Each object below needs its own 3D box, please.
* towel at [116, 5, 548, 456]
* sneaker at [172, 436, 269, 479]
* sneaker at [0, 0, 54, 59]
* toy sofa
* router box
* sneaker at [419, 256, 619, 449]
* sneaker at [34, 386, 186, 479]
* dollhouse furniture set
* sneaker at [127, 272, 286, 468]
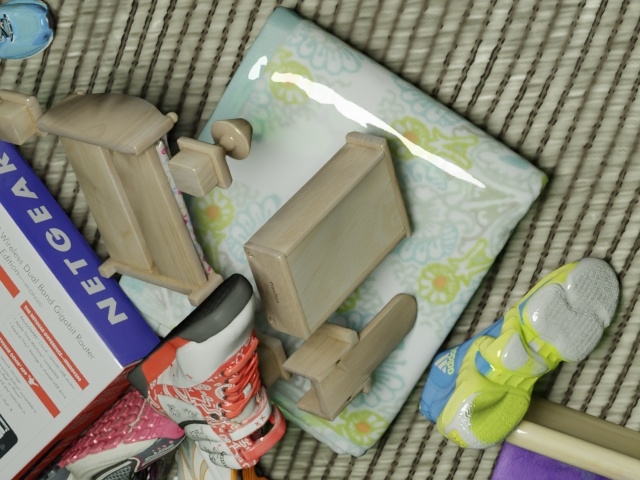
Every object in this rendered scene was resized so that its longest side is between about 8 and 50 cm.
[{"bbox_3d":[0.000,0.000,1.936,0.320,0.090,0.374,32,111,3],"label":"towel"},{"bbox_3d":[-0.125,0.243,2.031,0.121,0.099,0.262,-22,95,27],"label":"sneaker"},{"bbox_3d":[-0.350,-0.208,1.984,0.162,0.073,0.063,-9,101,18],"label":"sneaker"},{"bbox_3d":[0.209,0.353,1.920,0.150,0.177,0.362,20,109,11],"label":"toy sofa"},{"bbox_3d":[-0.365,0.079,2.006,0.301,0.082,0.335,-43,79,30],"label":"router box"},{"bbox_3d":[0.182,0.099,1.886,0.126,0.240,0.091,10,138,57],"label":"sneaker"},{"bbox_3d":[-0.211,0.243,2.021,0.112,0.121,0.299,43,140,-5],"label":"sneaker"},{"bbox_3d":[-0.104,-0.027,1.880,0.355,0.174,0.303,17,138,37],"label":"dollhouse furniture set"},{"bbox_3d":[-0.079,0.128,1.784,0.145,0.090,0.270,45,152,-2],"label":"sneaker"}]
